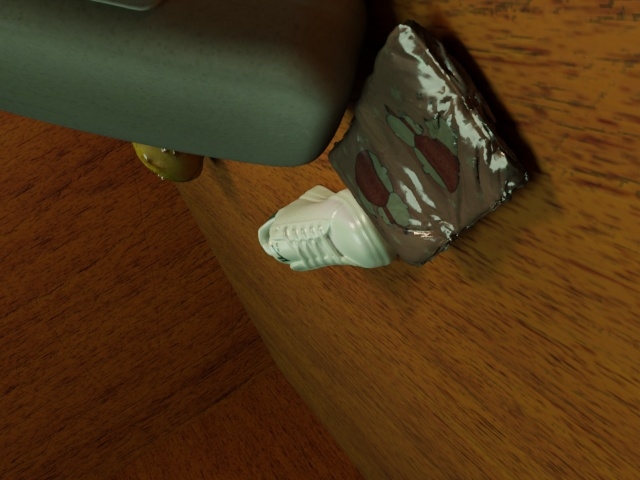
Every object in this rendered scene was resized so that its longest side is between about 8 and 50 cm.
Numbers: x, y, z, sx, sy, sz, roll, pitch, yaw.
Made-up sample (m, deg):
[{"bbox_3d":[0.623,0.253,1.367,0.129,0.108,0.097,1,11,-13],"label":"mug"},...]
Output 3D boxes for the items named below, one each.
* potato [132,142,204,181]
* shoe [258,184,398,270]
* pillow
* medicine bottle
[{"bbox_3d":[-0.311,-0.210,1.650,0.173,0.140,0.300,63,171,13],"label":"potato"},{"bbox_3d":[0.000,0.000,0.938,0.095,0.110,0.265,62,171,-13],"label":"shoe"},{"bbox_3d":[0.073,-0.060,0.615,0.135,0.049,0.248,57,165,7],"label":"pillow"},{"bbox_3d":[-0.159,-0.159,0.642,0.282,0.374,0.123,123,159,-77],"label":"medicine bottle"}]
